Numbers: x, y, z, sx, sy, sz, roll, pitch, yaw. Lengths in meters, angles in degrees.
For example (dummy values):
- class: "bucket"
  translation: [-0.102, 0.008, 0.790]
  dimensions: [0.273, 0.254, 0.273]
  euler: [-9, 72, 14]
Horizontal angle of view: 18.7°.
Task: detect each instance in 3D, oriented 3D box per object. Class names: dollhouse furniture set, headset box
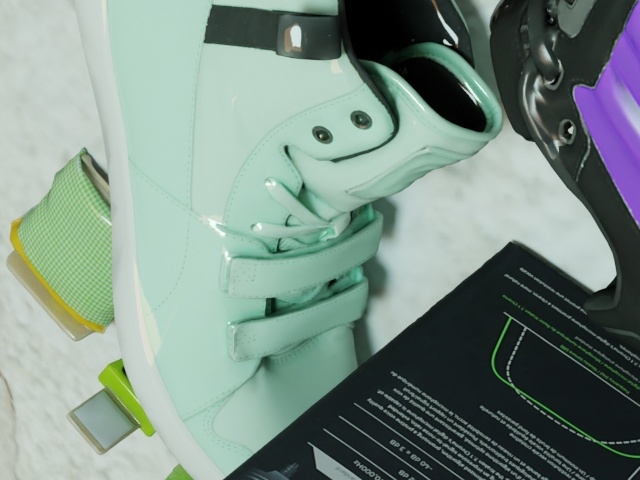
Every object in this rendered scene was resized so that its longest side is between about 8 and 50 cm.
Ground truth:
- class: "dollhouse furniture set"
  translation: [-0.089, 0.044, 0.832]
  dimensions: [0.152, 0.058, 0.076]
  euler: [48, 134, 6]
- class: "headset box"
  translation: [0.009, 0.178, 0.675]
  dimensions: [0.131, 0.283, 0.246]
  euler: [35, 132, 18]

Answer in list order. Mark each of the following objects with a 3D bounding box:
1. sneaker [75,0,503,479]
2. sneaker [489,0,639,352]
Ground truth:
- class: "sneaker"
  translation: [0.000, 0.000, 0.705]
  dimensions: [0.151, 0.094, 0.256]
  euler: [5, 115, 44]
- class: "sneaker"
  translation: [0.114, -0.077, 0.568]
  dimensions: [0.146, 0.102, 0.293]
  euler: [14, 123, 34]
